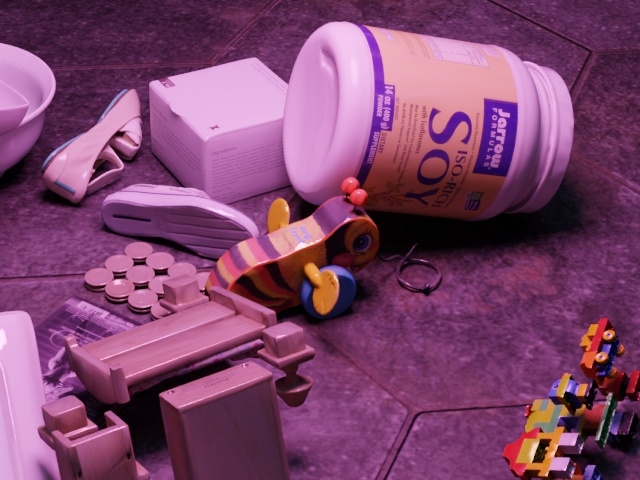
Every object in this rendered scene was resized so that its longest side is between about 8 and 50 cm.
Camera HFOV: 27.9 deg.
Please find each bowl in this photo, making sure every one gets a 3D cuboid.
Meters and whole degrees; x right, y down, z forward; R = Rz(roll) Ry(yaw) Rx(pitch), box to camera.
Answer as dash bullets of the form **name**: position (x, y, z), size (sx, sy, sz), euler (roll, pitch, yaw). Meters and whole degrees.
- **bowl**: position (-0.515, -0.157, 1.794), size (0.297, 0.134, 0.298), euler (1, 36, -1)
- **bowl**: position (-0.459, -0.169, 1.636), size (0.142, 0.053, 0.142), euler (-15, 37, -43)

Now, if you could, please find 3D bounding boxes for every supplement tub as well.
- **supplement tub**: position (0.139, -0.151, 1.703), size (0.331, 0.241, 0.241), euler (5, 32, -21)

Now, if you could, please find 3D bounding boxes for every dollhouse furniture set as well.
- **dollhouse furniture set**: position (-0.182, 0.192, 1.371), size (0.303, 0.174, 0.355), euler (-18, 19, -28)

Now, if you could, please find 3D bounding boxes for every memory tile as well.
- **memory tile**: position (-0.212, 0.053, 1.619), size (0.148, 0.012, 0.113), euler (24, 40, 26)

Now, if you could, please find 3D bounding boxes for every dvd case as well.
- **dvd case**: position (-0.285, 0.150, 1.469), size (0.164, 0.018, 0.221), euler (21, 38, 22)

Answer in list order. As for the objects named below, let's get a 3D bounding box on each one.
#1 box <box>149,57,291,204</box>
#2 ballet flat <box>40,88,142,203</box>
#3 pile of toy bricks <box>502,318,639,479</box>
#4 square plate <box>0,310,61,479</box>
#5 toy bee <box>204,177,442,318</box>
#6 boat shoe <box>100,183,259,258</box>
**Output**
- **box**: position (-0.127, -0.156, 1.831), size (0.182, 0.119, 0.181), euler (-18, 40, -26)
- **ballet flat**: position (-0.305, -0.132, 1.834), size (0.086, 0.086, 0.248), euler (15, 38, 17)
- **pile of toy bricks**: position (0.265, 0.193, 1.391), size (0.105, 0.118, 0.212), euler (-6, 42, 40)
- **square plate**: position (-0.422, 0.227, 1.222), size (0.347, 0.049, 0.344), euler (-8, 58, -18)
- **toy bee**: position (0.000, 0.000, 1.578), size (0.298, 0.162, 0.195), euler (-28, 46, -35)
- **boat shoe**: position (-0.176, -0.040, 1.690), size (0.226, 0.083, 0.076), euler (14, 37, 17)
